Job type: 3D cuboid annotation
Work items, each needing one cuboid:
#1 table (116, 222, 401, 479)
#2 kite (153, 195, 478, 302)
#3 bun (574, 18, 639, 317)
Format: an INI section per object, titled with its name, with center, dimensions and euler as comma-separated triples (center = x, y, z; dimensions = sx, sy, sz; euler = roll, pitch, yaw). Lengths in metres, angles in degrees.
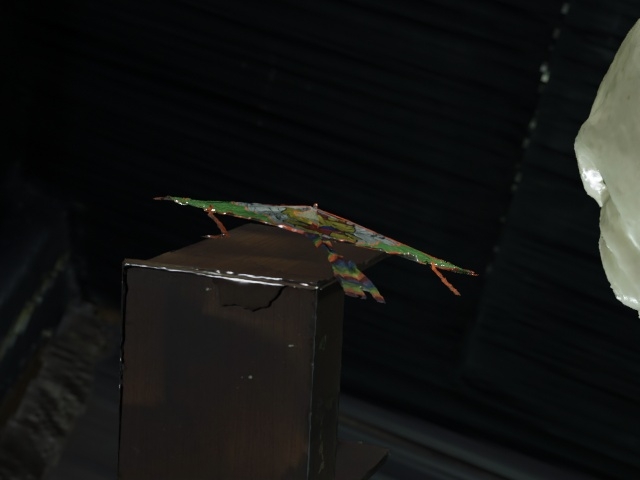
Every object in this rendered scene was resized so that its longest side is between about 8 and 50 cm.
[table]
center = -0.052, 0.127, 1.385
dimensions = 0.282, 0.196, 0.250
euler = -25, -62, -69
[kite]
center = 0.000, 0.000, 0.803
dimensions = 0.244, 0.198, 0.006
euler = -114, 38, -77
[bun]
center = 0.208, -0.015, 0.695
dimensions = 0.133, 0.231, 0.231
euler = -33, 3, 21
